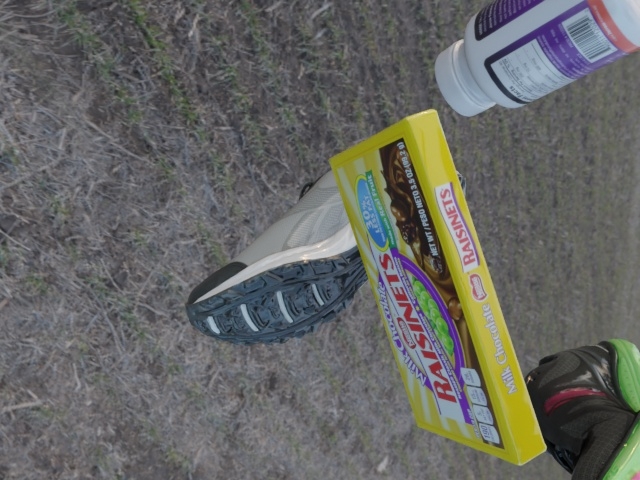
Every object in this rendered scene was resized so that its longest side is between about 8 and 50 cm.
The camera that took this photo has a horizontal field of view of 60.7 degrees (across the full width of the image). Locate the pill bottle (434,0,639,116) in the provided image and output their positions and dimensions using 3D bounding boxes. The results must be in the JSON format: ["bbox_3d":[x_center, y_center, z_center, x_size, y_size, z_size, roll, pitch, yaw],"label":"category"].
[{"bbox_3d":[0.212,-0.198,0.538,0.108,0.193,0.108,13,68,-36],"label":"pill bottle"}]

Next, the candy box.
[{"bbox_3d":[0.067,0.031,0.350,0.027,0.105,0.206,-20,93,-22],"label":"candy box"}]

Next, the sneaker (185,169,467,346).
[{"bbox_3d":[0.000,0.000,0.500,0.271,0.108,0.100,-31,140,-14],"label":"sneaker"}]

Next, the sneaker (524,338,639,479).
[{"bbox_3d":[0.389,0.290,0.800,0.482,0.202,0.186,-18,97,-65],"label":"sneaker"}]
